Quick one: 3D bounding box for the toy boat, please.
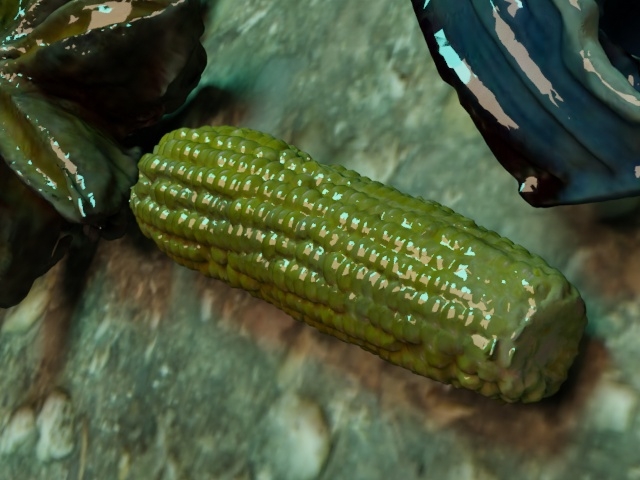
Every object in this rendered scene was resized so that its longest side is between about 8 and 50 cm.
[{"bbox_3d":[0.117,-0.146,0.455,0.142,0.129,0.309,-37,47,33],"label":"toy boat"}]

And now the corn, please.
[{"bbox_3d":[0.000,0.000,0.509,0.288,0.086,0.086,23,83,41],"label":"corn"}]

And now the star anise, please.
[{"bbox_3d":[-0.194,-0.087,0.692,0.332,0.117,0.331,-24,45,27],"label":"star anise"}]
